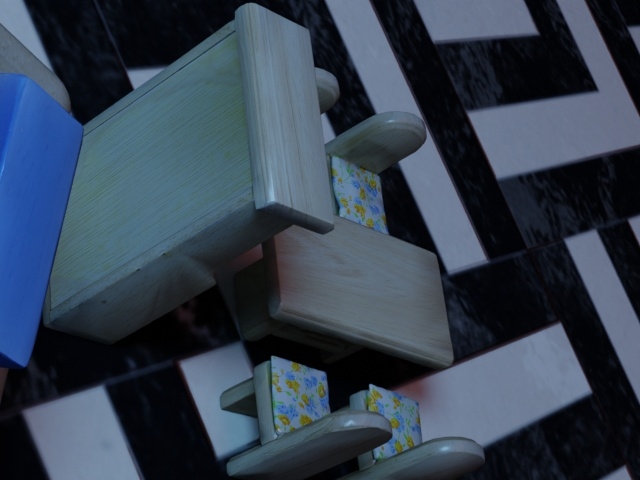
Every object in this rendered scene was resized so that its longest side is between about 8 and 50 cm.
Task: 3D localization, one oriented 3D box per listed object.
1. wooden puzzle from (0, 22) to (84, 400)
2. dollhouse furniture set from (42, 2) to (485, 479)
[{"bbox_3d":[-0.161,0.037,0.480,0.348,0.080,0.322,55,42,-65],"label":"wooden puzzle"},{"bbox_3d":[0.000,0.000,0.830,0.242,0.161,0.212,20,52,-42],"label":"dollhouse furniture set"}]
